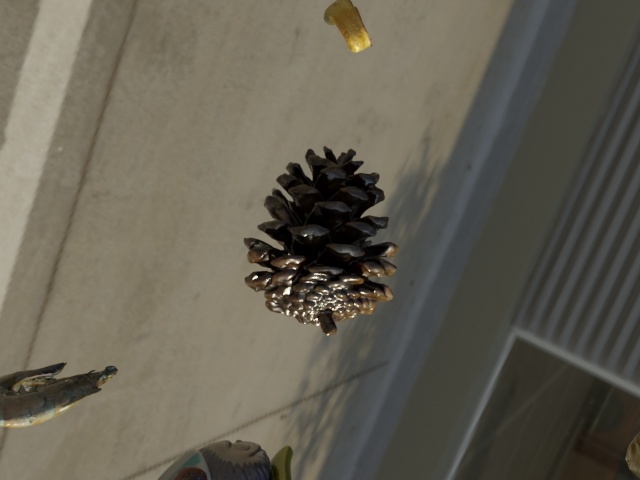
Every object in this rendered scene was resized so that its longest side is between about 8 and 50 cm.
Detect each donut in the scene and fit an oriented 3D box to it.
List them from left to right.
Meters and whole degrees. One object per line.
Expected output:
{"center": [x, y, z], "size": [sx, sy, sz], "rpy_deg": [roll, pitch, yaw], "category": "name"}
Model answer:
{"center": [0.039, -0.317, 1.359], "size": [0.038, 0.067, 0.083], "rpy_deg": [-31, 109, -13], "category": "donut"}

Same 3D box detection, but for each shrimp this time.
{"center": [-0.470, 0.254, 1.547], "size": [0.254, 0.145, 0.059], "rpy_deg": [-24, 125, -54], "category": "shrimp"}

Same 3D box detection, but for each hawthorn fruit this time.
{"center": [-0.245, 0.454, 1.694], "size": [0.077, 0.077, 0.077], "rpy_deg": [-47, 152, -35], "category": "hawthorn fruit"}

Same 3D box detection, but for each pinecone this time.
{"center": [0.000, 0.000, 1.433], "size": [0.244, 0.244, 0.309], "rpy_deg": [59, 37, -64], "category": "pinecone"}

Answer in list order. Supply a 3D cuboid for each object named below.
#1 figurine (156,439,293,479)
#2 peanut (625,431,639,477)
{"center": [-0.270, 0.589, 1.960], "size": [0.266, 0.378, 0.361], "rpy_deg": [-105, -151, -79], "category": "figurine"}
{"center": [0.468, 0.254, 1.081], "size": [0.099, 0.214, 0.099], "rpy_deg": [-5, 96, -56], "category": "peanut"}
